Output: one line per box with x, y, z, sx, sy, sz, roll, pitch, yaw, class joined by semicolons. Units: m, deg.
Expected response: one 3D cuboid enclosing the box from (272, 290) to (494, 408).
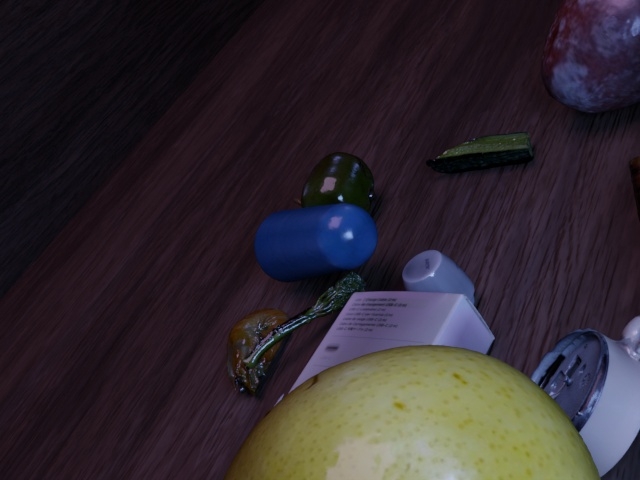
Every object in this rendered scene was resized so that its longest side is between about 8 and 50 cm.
0.077;0.185;1.043;0.203;0.106;0.252;-5;42;48;box

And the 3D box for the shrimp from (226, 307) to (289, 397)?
-0.106;0.178;1.339;0.115;0.051;0.217;-28;26;14;shrimp

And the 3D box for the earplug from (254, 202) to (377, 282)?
0.000;0.000;1.334;0.132;0.132;0.273;-49;16;-22;earplug

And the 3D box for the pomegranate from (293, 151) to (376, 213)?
0.021;-0.076;1.515;0.191;0.131;0.152;-40;21;53;pomegranate

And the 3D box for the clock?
0.263;0.167;0.822;0.229;0.063;0.155;-58;7;13;clock

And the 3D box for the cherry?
0.478;-0.328;1.256;0.285;0.213;0.236;-57;-2;14;cherry

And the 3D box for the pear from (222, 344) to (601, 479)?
0.073;0.260;0.674;0.348;0.348;0.348;-29;28;17;pear

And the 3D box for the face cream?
0.166;0.068;1.130;0.091;0.095;0.091;-29;28;17;face cream

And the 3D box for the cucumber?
0.287;-0.153;1.391;0.220;0.046;0.070;-1;42;47;cucumber

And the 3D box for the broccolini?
-0.024;0.128;1.285;0.239;0.054;0.051;-35;-12;-15;broccolini

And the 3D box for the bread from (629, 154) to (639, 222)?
0.432;0.042;0.834;0.165;0.113;0.417;-17;34;26;bread
